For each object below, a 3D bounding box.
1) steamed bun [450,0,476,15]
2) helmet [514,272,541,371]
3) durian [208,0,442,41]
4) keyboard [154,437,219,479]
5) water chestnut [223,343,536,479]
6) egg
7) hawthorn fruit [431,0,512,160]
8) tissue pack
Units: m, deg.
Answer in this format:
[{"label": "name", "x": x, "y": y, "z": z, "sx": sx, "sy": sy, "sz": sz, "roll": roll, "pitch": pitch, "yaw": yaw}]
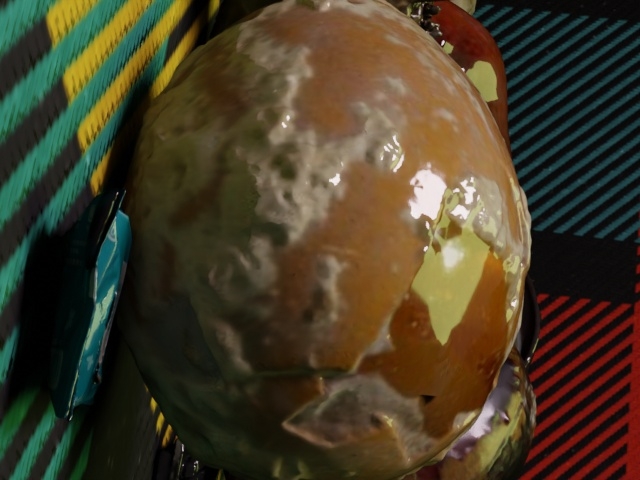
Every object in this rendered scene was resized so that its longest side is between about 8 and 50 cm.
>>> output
[{"label": "steamed bun", "x": 0.086, "y": -0.307, "z": 1.586, "sx": 0.428, "sy": 0.189, "sz": 0.247, "roll": 66, "pitch": 45, "yaw": -70}, {"label": "helmet", "x": 0.066, "y": 0.138, "z": 1.499, "sx": 0.225, "sy": 0.305, "sz": 0.177, "roll": 46, "pitch": -27, "yaw": 35}, {"label": "durian", "x": 0.017, "y": -0.113, "z": 0.922, "sx": 0.091, "sy": 0.188, "sz": 0.148, "roll": 29, "pitch": 57, "yaw": -39}, {"label": "keyboard", "x": -0.088, "y": 0.166, "z": 1.072, "sx": 0.230, "sy": 0.025, "sz": 0.094, "roll": 58, "pitch": 42, "yaw": -87}, {"label": "water chestnut", "x": 0.031, "y": 0.118, "z": 1.089, "sx": 0.238, "sy": 0.223, "sz": 0.224, "roll": 86, "pitch": 9, "yaw": -45}, {"label": "egg", "x": 0.000, "y": 0.000, "z": 0.725, "sx": 0.195, "sy": 0.195, "sz": 0.233, "roll": 87, "pitch": 14, "yaw": -77}, {"label": "hawthorn fruit", "x": 0.025, "y": -0.079, "z": 1.150, "sx": 0.248, "sy": 0.208, "sz": 0.208, "roll": 175, "pitch": -78, "yaw": -72}, {"label": "tissue pack", "x": -0.089, "y": 0.023, "z": 0.609, "sx": 0.138, "sy": 0.028, "sz": 0.085, "roll": 125, "pitch": -24, "yaw": -85}]
